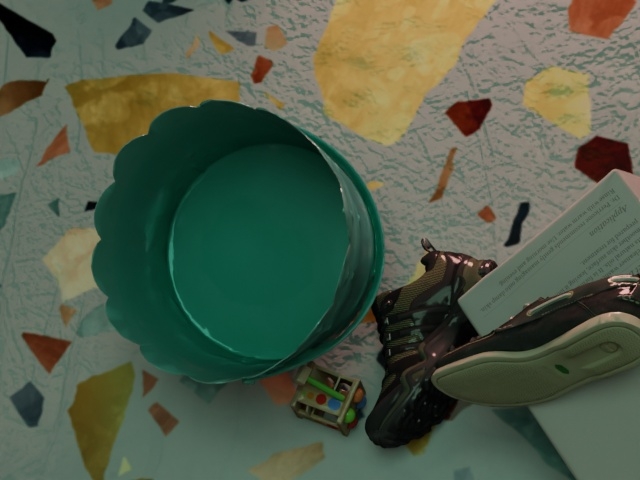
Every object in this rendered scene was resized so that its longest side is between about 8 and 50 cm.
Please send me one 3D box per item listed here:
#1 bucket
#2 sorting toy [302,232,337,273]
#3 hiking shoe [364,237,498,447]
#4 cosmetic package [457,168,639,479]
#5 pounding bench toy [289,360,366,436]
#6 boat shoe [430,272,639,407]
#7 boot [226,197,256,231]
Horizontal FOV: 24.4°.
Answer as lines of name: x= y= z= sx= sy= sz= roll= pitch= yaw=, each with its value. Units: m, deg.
bucket: x=-0.075 y=0.005 z=1.496 sx=0.281 sy=0.183 sz=0.281 roll=-1 pitch=87 yaw=16
sorting toy: x=0.000 y=0.000 z=1.598 sx=0.061 sy=0.042 sz=0.102 roll=-8 pitch=68 yaw=6
hiking shoe: x=0.095 y=0.108 z=1.532 sx=0.114 sy=0.086 sz=0.227 roll=21 pitch=69 yaw=32
cosmetic package: x=0.332 y=0.147 z=1.392 sx=0.217 sy=0.156 sz=0.385 roll=-40 pitch=68 yaw=23
pounding bench toy: x=0.009 y=0.159 z=1.513 sx=0.065 sy=0.083 sz=0.052 roll=19 pitch=73 yaw=16
boat shoe: x=0.204 y=0.094 z=1.355 sx=0.233 sy=0.084 sz=0.079 roll=-24 pitch=38 yaw=37
boot: x=-0.091 y=-0.075 z=1.641 sx=0.099 sy=0.045 sz=0.121 roll=35 pitch=76 yaw=20
